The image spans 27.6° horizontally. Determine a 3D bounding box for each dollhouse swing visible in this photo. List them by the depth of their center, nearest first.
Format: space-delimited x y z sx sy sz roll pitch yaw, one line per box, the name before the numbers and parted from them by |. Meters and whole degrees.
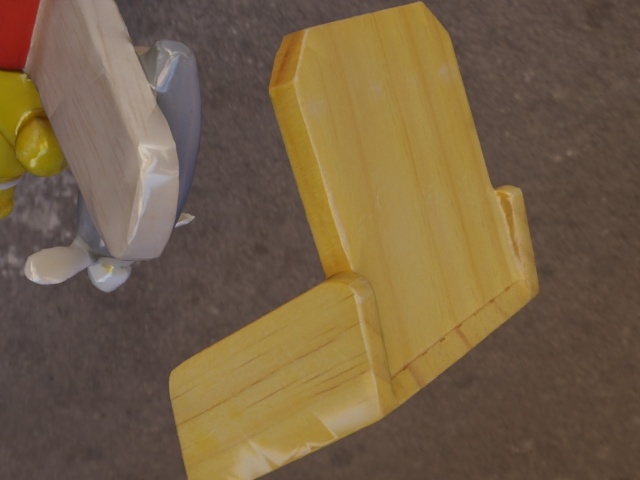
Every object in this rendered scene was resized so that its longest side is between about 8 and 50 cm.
dollhouse swing | 0.000 0.000 1.186 0.315 0.347 0.305 -30 89 34

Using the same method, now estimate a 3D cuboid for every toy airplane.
toy airplane | -0.178 -0.147 0.845 0.272 0.384 0.386 27 65 -40
